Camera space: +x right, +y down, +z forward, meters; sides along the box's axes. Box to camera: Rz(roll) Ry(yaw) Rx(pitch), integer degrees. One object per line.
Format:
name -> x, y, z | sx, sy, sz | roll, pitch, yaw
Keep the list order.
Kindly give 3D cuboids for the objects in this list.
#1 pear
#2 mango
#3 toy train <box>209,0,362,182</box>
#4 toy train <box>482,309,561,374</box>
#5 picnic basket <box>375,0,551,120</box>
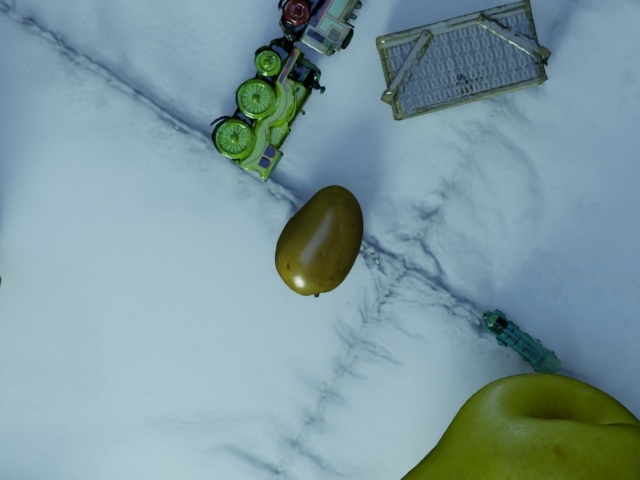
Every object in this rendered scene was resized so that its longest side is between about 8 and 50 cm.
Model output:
pear -> 0.193, 0.339, 1.316 | 0.362, 0.362, 0.418 | 11, 100, 2
mango -> 0.000, 0.000, 1.442 | 0.080, 0.060, 0.114 | 19, 92, -2
toy train -> -0.025, -0.183, 1.434 | 0.085, 0.053, 0.250 | 27, 95, -8
toy train -> 0.199, 0.103, 1.450 | 0.092, 0.045, 0.029 | 38, 93, -3
picnic basket -> 0.133, -0.171, 1.394 | 0.164, 0.115, 0.079 | -14, 92, 4
